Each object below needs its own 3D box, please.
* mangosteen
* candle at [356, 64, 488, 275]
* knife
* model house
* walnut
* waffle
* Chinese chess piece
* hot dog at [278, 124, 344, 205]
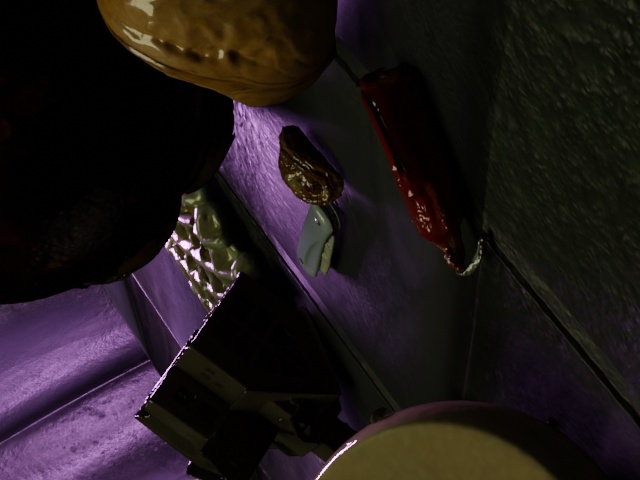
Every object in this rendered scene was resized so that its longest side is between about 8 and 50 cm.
[{"bbox_3d":[-0.264,-0.142,1.288,0.381,0.421,0.381,15,111,44],"label":"mangosteen"},{"bbox_3d":[0.076,-0.047,0.968,0.053,0.048,0.162,-71,-40,-62],"label":"candle"},{"bbox_3d":[0.000,0.000,1.322,0.044,0.023,0.162,59,165,13],"label":"knife"},{"bbox_3d":[-0.065,0.202,1.606,0.243,0.204,0.211,36,148,-3],"label":"model house"},{"bbox_3d":[-0.071,-0.173,0.970,0.180,0.144,0.144,16,158,2],"label":"walnut"},{"bbox_3d":[-0.149,0.007,1.763,0.292,0.056,0.309,56,164,15],"label":"waffle"},{"bbox_3d":[0.104,0.250,1.009,0.273,0.273,0.102,55,-162,17],"label":"Chinese chess piece"},{"bbox_3d":[-0.013,-0.065,1.221,0.083,0.035,0.058,50,158,34],"label":"hot dog"}]
